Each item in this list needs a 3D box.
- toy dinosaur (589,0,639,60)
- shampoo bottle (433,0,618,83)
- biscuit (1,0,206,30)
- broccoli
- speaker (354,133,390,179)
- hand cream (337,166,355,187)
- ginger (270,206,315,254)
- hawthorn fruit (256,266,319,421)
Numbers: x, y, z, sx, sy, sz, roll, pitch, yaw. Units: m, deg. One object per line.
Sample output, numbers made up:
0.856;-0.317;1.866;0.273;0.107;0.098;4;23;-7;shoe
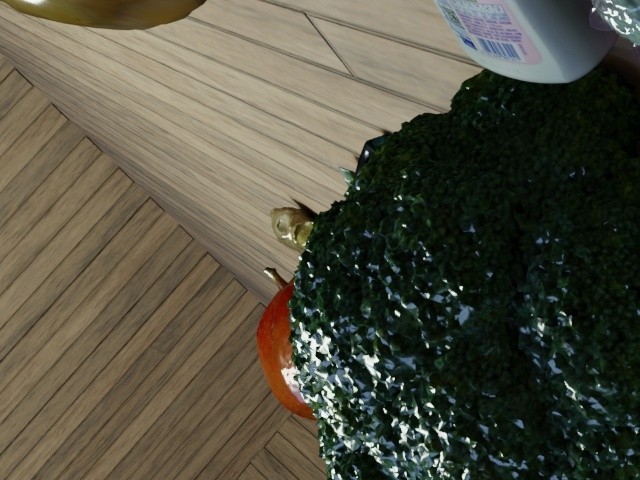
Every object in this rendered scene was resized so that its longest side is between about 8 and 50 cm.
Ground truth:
0.106;-0.076;0.348;0.082;0.039;0.209;33;169;45;toy dinosaur
0.059;-0.106;0.402;0.072;0.043;0.099;31;167;50;shampoo bottle
-0.185;-0.255;0.363;0.446;0.104;0.429;24;150;33;biscuit
0.104;0.050;0.519;0.242;0.261;0.269;3;179;-7;broccoli
0.054;-0.026;0.802;0.094;0.060;0.075;44;170;-22;speaker
0.115;0.036;0.890;0.276;0.059;0.095;42;171;30;hand cream
0.003;0.002;1.272;0.069;0.051;0.173;40;170;-33;ginger
-0.003;0.116;1.429;0.225;0.196;0.196;51;177;25;hawthorn fruit
